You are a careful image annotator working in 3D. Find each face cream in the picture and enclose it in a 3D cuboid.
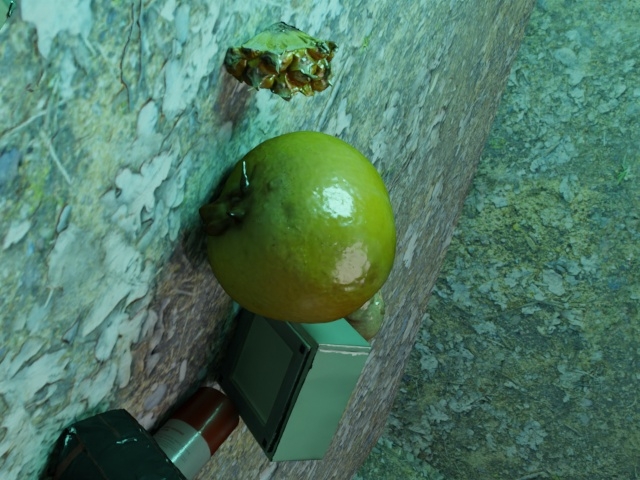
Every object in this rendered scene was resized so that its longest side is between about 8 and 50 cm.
[{"bbox_3d":[-0.229,0.340,1.200,0.214,0.095,0.096,-45,154,-44],"label":"face cream"}]

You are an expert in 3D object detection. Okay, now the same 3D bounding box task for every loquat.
[{"bbox_3d":[-0.034,-0.013,1.025,0.275,0.274,0.275,-52,159,-30],"label":"loquat"}]

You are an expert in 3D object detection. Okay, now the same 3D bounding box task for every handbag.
[{"bbox_3d":[-0.275,0.348,0.978,0.155,0.169,0.215,-11,129,-50],"label":"handbag"}]

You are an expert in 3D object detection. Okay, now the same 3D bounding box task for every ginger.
[{"bbox_3d":[0.042,0.040,1.333,0.190,0.126,0.354,-84,161,-58],"label":"ginger"}]

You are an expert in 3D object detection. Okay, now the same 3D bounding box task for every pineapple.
[{"bbox_3d":[-0.052,-0.232,0.928,0.116,0.137,0.069,-106,-156,-45],"label":"pineapple"}]

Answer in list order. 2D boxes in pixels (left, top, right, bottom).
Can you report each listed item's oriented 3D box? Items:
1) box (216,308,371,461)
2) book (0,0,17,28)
[{"bbox_3d":[-0.057,0.214,1.259,0.117,0.225,0.225,9,110,-36],"label":"box"},{"bbox_3d":[-0.290,-0.157,0.382,0.283,0.025,0.215,66,41,-58],"label":"book"}]
